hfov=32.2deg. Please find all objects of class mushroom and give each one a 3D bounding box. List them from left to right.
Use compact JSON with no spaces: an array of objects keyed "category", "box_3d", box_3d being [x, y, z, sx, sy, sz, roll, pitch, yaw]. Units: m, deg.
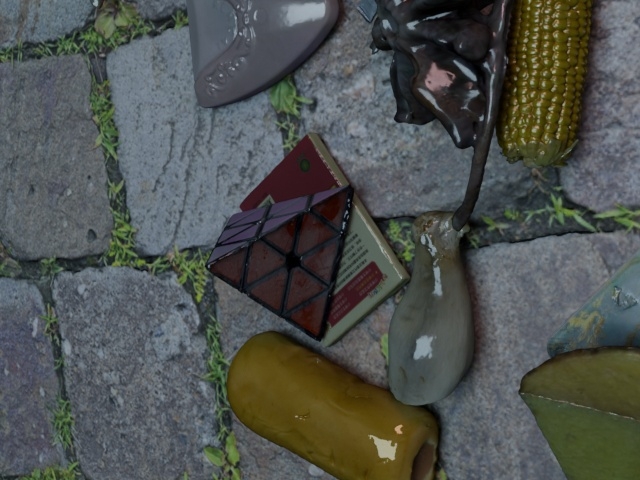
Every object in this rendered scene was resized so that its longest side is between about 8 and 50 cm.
[{"category":"mushroom","box_3d":[0.130,0.078,1.298,0.116,0.093,0.225,20,110,47]}]

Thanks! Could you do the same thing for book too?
[{"category":"book","box_3d":[0.000,0.000,1.424,0.162,0.022,0.232,-44,71,34]}]

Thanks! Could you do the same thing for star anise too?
[{"category":"star anise","box_3d":[0.132,-0.232,1.213,0.359,0.139,0.316,93,163,-48]}]

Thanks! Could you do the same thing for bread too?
[{"category":"bread","box_3d":[0.007,0.225,1.408,0.305,0.091,0.142,23,114,33]}]

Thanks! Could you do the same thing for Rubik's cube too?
[{"category":"Rubik's cube","box_3d":[-0.052,-0.018,1.424,0.190,0.211,0.178,-49,40,-1]}]

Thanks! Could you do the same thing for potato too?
[{"category":"potato","box_3d":[0.338,0.246,1.145,0.269,0.112,0.255,15,129,21]}]

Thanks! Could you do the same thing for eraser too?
[{"category":"eraser","box_3d":[-0.083,-0.285,1.426,0.243,0.059,0.204,-3,94,40]}]

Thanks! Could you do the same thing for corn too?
[{"category":"corn","box_3d":[0.243,-0.205,1.184,0.091,0.091,0.260,9,97,8]}]

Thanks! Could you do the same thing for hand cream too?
[{"category":"hand cream","box_3d":[0.076,-0.307,1.340,0.030,0.019,0.093,51,128,18]}]

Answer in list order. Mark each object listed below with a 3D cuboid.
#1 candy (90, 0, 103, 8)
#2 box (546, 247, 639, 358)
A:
[{"category":"candy","box_3d":[-0.357,-0.460,1.558,0.185,0.137,0.195,41,115,25]},{"category":"box","box_3d":[0.371,0.071,1.155,0.142,0.044,0.285,48,120,17]}]
